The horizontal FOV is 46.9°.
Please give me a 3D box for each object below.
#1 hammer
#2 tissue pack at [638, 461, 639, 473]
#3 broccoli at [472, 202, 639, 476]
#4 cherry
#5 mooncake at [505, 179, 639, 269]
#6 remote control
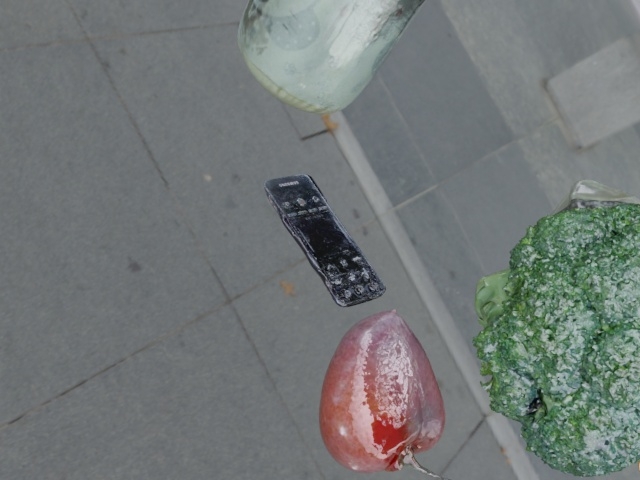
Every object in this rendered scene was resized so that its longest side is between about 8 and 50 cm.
[{"bbox_3d":[-0.024,-0.256,0.572,0.113,0.202,0.306,7,41,-45],"label":"hammer"},{"bbox_3d":[0.605,0.291,0.994,0.274,0.194,0.146,0,105,-10],"label":"tissue pack"},{"bbox_3d":[0.249,0.087,0.681,0.269,0.270,0.270,-3,99,-23],"label":"broccoli"},{"bbox_3d":[0.050,0.127,0.589,0.106,0.087,0.126,23,58,-33],"label":"cherry"},{"bbox_3d":[0.364,0.061,0.939,0.250,0.254,0.136,-53,144,-5],"label":"mooncake"},{"bbox_3d":[0.000,0.000,0.436,0.039,0.014,0.096,-12,57,-38],"label":"remote control"}]
